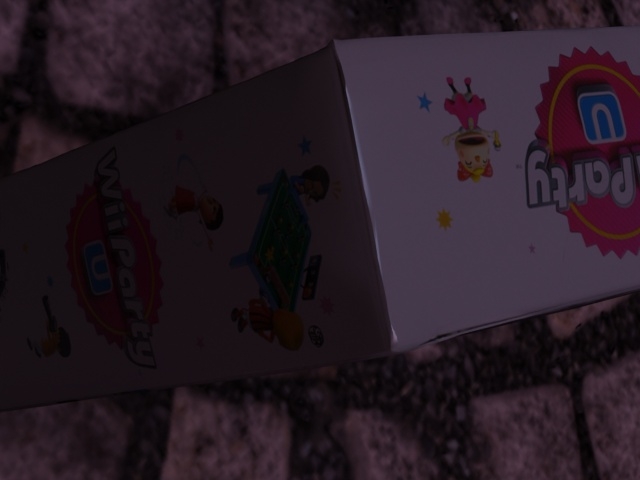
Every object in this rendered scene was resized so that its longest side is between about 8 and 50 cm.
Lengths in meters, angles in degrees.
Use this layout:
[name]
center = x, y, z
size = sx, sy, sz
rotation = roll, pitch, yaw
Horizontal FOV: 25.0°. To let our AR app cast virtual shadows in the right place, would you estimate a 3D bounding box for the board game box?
[board game box]
center = 0.000, 0.000, 0.582
size = 0.224, 0.303, 0.098
rotation = -9, 87, -41
